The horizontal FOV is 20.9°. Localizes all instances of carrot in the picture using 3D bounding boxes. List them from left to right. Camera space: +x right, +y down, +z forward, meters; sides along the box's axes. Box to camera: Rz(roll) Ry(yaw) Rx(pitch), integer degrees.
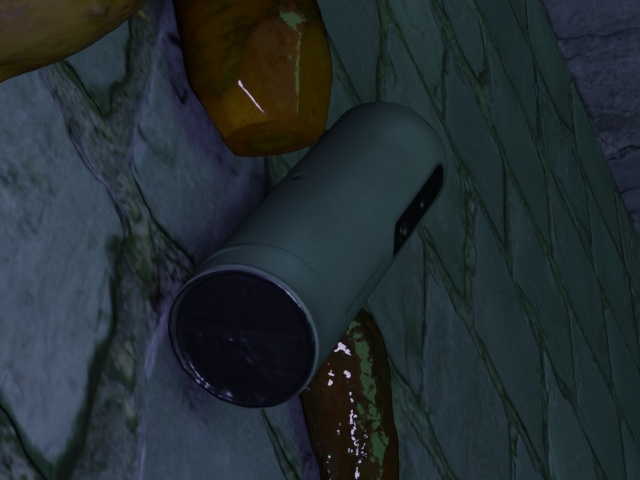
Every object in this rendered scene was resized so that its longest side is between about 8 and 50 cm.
[{"bbox_3d":[-0.066,-0.214,1.326,0.114,0.114,0.302,27,47,-67],"label":"carrot"}]

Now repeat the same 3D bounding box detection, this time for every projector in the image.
[{"bbox_3d":[0.000,0.000,1.255,0.108,0.108,0.337,68,26,-15],"label":"projector"}]

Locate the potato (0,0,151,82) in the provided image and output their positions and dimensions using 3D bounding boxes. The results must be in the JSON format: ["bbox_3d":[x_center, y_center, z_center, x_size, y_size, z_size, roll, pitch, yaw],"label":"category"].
[{"bbox_3d":[-0.153,-0.181,0.777,0.229,0.266,0.229,50,30,-45],"label":"potato"}]

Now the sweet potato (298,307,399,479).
[{"bbox_3d":[0.026,0.167,1.309,0.075,0.075,0.273,24,54,-67],"label":"sweet potato"}]
